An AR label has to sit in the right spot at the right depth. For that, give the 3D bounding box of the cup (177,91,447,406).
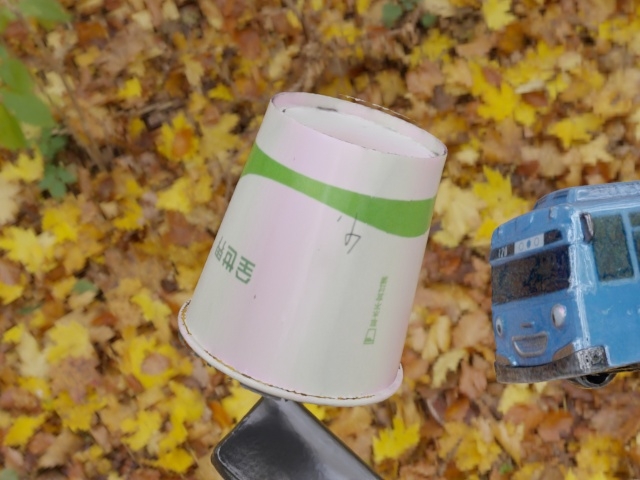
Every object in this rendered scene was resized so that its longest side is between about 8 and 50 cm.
[{"bbox_3d":[0.000,0.000,1.133,0.253,0.273,0.253,14,19,-5],"label":"cup"}]

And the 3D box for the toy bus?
[{"bbox_3d":[0.231,0.026,0.728,0.234,0.116,0.133,-6,84,-22],"label":"toy bus"}]

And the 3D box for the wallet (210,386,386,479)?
[{"bbox_3d":[-0.012,0.312,1.390,0.250,0.044,0.149,43,65,8],"label":"wallet"}]
